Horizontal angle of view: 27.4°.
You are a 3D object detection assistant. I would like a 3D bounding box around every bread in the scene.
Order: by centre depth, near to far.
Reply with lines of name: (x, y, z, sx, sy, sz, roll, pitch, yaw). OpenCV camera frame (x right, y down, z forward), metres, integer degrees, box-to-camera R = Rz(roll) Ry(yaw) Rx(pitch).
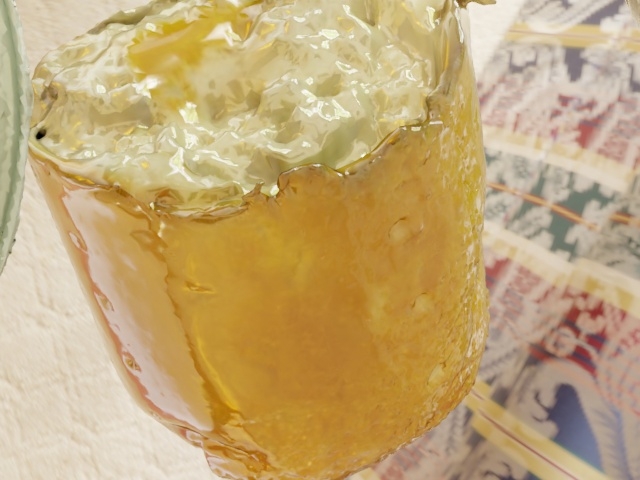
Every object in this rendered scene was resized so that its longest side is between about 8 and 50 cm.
bread: (0.000, 0.000, 1.013, 0.361, 0.250, 0.394, -29, 125, -20)

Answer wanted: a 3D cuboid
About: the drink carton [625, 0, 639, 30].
drink carton: (0.236, -0.179, 0.574, 0.222, 0.102, 0.134, -19, 130, 8)

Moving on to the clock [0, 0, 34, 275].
clock: (-0.169, -0.023, 0.264, 0.236, 0.053, 0.236, -6, 102, -29)
